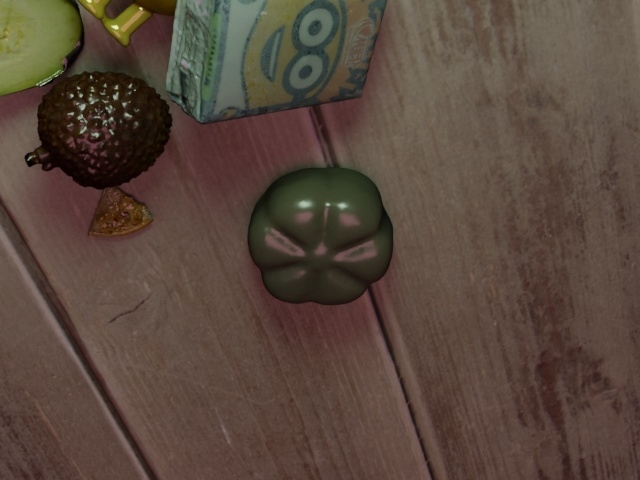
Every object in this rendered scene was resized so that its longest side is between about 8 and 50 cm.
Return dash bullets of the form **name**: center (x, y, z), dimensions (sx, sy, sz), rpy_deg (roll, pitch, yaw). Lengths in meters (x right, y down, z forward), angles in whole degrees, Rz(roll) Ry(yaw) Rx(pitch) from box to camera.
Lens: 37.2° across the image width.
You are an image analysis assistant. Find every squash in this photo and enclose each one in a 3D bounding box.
- **squash**: center (-0.467, -0.323, 1.405), dimensions (0.155, 0.204, 0.236), rpy_deg (14, 122, 10)

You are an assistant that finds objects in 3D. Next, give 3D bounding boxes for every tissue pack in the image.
- **tissue pack**: center (-0.059, -0.310, 1.408), dimensions (0.311, 0.128, 0.228), rpy_deg (-14, 136, -34)

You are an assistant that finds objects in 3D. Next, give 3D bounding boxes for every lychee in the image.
- **lychee**: center (-0.352, -0.172, 1.496), dimensions (0.238, 0.200, 0.200), rpy_deg (-24, 124, -10)

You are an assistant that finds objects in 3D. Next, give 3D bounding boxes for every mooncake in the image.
- **mooncake**: center (0.000, 0.000, 1.690), dimensions (0.275, 0.135, 0.274), rpy_deg (-1, 124, -2)

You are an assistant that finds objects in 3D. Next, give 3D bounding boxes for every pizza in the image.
- **pizza**: center (-0.363, -0.053, 1.668), dimensions (0.123, 0.026, 0.108), rpy_deg (-14, 121, 2)

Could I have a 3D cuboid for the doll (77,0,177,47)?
- **doll**: center (-0.198, -0.442, 1.371), dimensions (0.363, 0.145, 0.199), rpy_deg (-42, 116, 11)
